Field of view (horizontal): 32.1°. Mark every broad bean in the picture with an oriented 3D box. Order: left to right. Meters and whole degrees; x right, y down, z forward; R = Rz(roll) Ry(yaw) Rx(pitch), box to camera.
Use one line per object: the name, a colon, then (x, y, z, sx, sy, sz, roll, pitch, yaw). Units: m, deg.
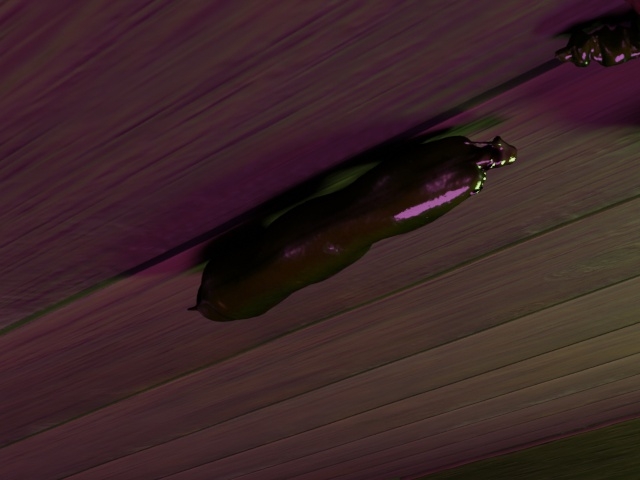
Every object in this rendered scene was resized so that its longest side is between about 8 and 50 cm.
broad bean: (-0.002, 0.001, 0.638, 0.254, 0.046, 0.065, -28, 171, 40)

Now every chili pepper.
chili pepper: (0.143, -0.094, 0.483, 0.083, 0.022, 0.027, -22, -165, 27)

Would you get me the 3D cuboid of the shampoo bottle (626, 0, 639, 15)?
shampoo bottle: (0.184, -0.134, 0.291, 0.068, 0.067, 0.236, 15, 149, -41)
